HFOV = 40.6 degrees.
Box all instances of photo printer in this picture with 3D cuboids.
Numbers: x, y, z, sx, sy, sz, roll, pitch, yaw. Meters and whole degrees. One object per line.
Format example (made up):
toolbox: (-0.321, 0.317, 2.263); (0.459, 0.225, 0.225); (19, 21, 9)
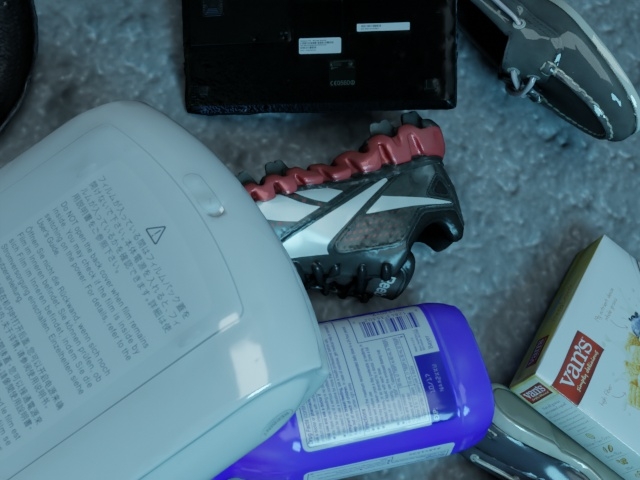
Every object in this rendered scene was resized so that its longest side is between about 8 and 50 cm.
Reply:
photo printer: (-0.165, 0.068, 0.566); (0.308, 0.107, 0.256); (-36, 67, -1)

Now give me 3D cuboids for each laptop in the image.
laptop: (0.010, -0.244, 0.757); (0.235, 0.136, 0.264); (1, 98, 16)

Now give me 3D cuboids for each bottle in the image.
bottle: (-0.018, 0.125, 0.652); (0.283, 0.092, 0.118); (-10, 56, -10)

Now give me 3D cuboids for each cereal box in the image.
cereal box: (0.295, 0.129, 0.739); (0.240, 0.047, 0.173); (38, 56, -2)

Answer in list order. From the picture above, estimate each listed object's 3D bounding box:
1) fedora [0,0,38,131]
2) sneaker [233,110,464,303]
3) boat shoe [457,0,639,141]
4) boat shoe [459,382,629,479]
fedora: (-0.379, -0.192, 0.628); (0.334, 0.152, 0.333); (3, 75, -12)
sneaker: (0.000, 0.000, 0.695); (0.276, 0.097, 0.135); (-22, 79, -19)
boat shoe: (0.152, -0.205, 0.792); (0.096, 0.112, 0.335); (-37, 80, -2)
boat shoe: (0.202, 0.198, 0.722); (0.206, 0.075, 0.065); (35, 113, -8)
